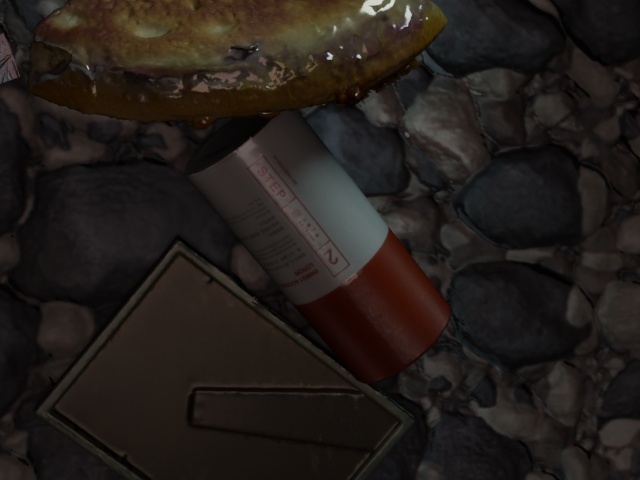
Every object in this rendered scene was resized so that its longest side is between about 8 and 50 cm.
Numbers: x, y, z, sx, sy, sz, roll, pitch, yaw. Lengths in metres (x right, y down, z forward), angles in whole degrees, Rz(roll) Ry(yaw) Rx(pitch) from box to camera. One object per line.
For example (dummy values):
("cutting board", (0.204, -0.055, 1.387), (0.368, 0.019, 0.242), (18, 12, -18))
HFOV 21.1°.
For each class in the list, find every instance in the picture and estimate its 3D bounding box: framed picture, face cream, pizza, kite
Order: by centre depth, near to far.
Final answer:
("pizza", (-0.060, -0.139, 1.236), (0.305, 0.161, 0.085), (-9, 132, -5))
("kite", (-0.246, -0.116, 1.281), (0.044, 0.002, 0.078), (0, 103, -8))
("face cream", (0.000, 0.000, 1.298), (0.096, 0.096, 0.214), (-38, 107, 3))
("framed picture", (-0.074, 0.138, 1.365), (0.250, 0.016, 0.184), (37, 96, -16))
